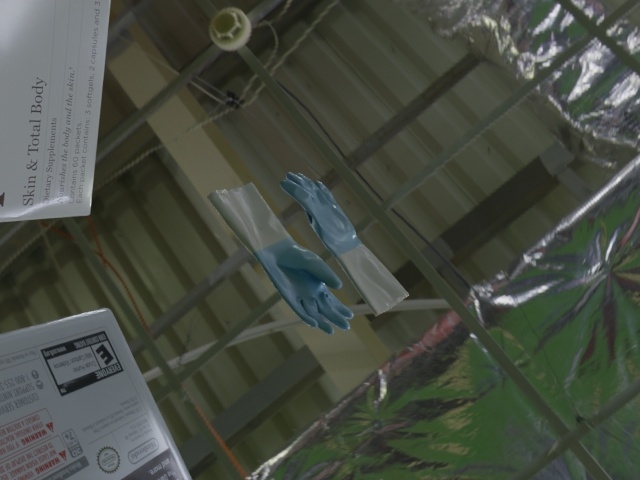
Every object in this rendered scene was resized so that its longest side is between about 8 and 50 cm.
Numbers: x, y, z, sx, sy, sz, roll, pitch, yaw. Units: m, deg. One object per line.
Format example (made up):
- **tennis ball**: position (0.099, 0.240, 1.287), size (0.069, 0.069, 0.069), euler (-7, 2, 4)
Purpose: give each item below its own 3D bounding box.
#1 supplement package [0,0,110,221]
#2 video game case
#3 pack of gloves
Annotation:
- **supplement package**: position (-0.315, -0.125, 0.513), size (0.198, 0.262, 0.199), euler (20, -73, 35)
- **video game case**: position (-0.102, 0.118, 0.283), size (0.022, 0.190, 0.173), euler (-29, -95, 16)
- **pack of gloves**: position (0.000, 0.000, 0.942), size (0.232, 0.195, 0.046), euler (52, -50, 12)
